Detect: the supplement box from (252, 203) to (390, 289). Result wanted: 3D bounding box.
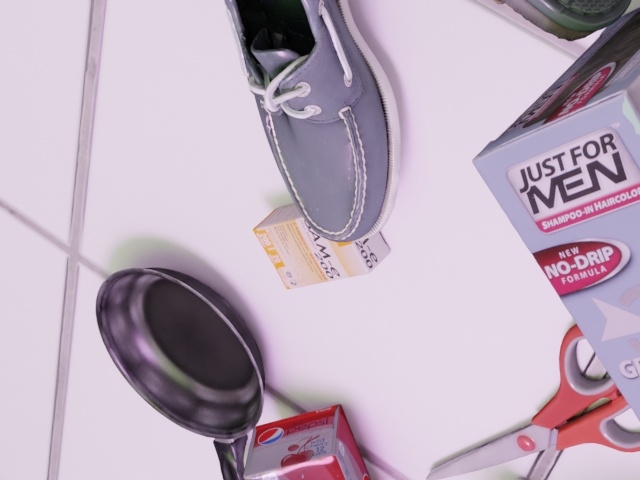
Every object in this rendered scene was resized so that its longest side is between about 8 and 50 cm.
[{"bbox_3d":[0.000,0.000,1.077,0.098,0.036,0.062,-14,112,45],"label":"supplement box"}]

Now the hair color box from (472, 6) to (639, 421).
[{"bbox_3d":[0.267,0.046,0.772,0.113,0.185,0.374,-24,105,48],"label":"hair color box"}]

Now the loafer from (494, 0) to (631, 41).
[{"bbox_3d":[0.085,-0.226,0.803,0.267,0.096,0.084,53,159,4],"label":"loafer"}]

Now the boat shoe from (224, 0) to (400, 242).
[{"bbox_3d":[-0.028,-0.133,0.934,0.116,0.099,0.319,5,119,36],"label":"boat shoe"}]

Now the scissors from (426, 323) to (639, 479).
[{"bbox_3d":[0.183,0.162,1.061,0.109,0.021,0.297,40,137,5],"label":"scissors"}]

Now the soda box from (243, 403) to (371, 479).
[{"bbox_3d":[0.019,0.287,1.230,0.092,0.083,0.263,-16,114,11],"label":"soda box"}]

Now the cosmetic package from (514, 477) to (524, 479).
[{"bbox_3d":[0.180,0.370,1.159,0.160,0.113,0.309,29,137,19],"label":"cosmetic package"}]

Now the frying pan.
[{"bbox_3d":[-0.089,0.153,1.263,0.326,0.053,0.197,51,139,-8],"label":"frying pan"}]
